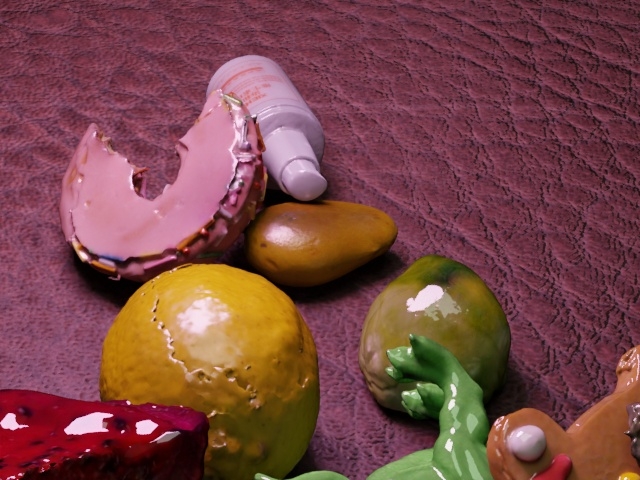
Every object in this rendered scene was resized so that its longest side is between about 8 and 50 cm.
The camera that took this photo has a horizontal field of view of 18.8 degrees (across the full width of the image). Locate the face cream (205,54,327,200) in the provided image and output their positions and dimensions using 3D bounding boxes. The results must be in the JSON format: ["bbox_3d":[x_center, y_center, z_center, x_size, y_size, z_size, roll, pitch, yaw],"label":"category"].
[{"bbox_3d":[-0.049,-0.109,2.075,0.101,0.101,0.252,-10,29,-13],"label":"face cream"}]

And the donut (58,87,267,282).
[{"bbox_3d":[-0.157,-0.043,1.983,0.233,0.085,0.199,-11,59,23],"label":"donut"}]

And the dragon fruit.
[{"bbox_3d":[-0.235,0.226,1.539,0.330,0.240,0.302,-21,78,-3],"label":"dragon fruit"}]

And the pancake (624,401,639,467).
[{"bbox_3d":[0.265,0.266,1.573,0.288,0.033,0.286,10,67,-20],"label":"pancake"}]

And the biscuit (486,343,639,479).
[{"bbox_3d":[0.227,0.230,1.617,0.339,0.047,0.216,-23,84,-32],"label":"biscuit"}]

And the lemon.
[{"bbox_3d":[-0.098,0.129,1.724,0.204,0.204,0.260,-1,35,-1],"label":"lemon"}]

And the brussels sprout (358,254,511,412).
[{"bbox_3d":[0.109,0.084,1.843,0.151,0.122,0.149,23,41,25],"label":"brussels sprout"}]

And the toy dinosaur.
[{"bbox_3d":[0.165,0.273,1.631,0.500,0.144,0.374,14,54,-3],"label":"toy dinosaur"}]

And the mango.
[{"bbox_3d":[0.000,0.000,1.989,0.161,0.076,0.103,-9,33,-16],"label":"mango"}]
